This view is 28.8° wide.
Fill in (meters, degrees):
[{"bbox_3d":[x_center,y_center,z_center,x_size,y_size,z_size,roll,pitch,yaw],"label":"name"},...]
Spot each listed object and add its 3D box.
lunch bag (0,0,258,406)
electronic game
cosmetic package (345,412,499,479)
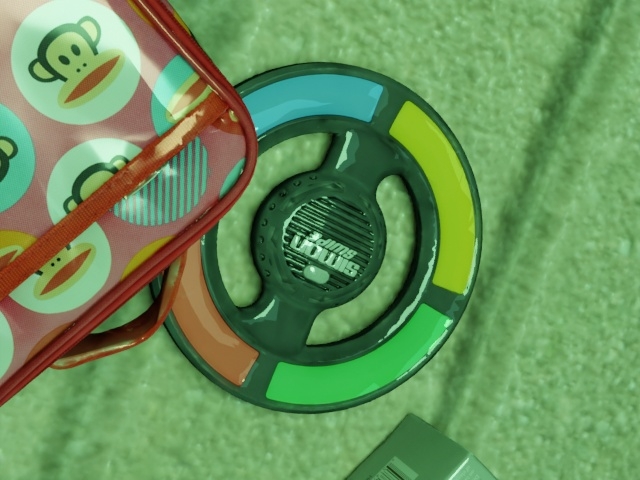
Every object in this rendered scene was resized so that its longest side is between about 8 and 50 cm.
[{"bbox_3d":[-0.187,-0.029,0.685,0.293,0.120,0.258,-40,113,3],"label":"lunch bag"},{"bbox_3d":[0.000,0.000,0.806,0.229,0.048,0.229,-3,99,-19],"label":"electronic game"},{"bbox_3d":[0.113,0.248,0.855,0.127,0.107,0.238,-45,112,-9],"label":"cosmetic package"}]
